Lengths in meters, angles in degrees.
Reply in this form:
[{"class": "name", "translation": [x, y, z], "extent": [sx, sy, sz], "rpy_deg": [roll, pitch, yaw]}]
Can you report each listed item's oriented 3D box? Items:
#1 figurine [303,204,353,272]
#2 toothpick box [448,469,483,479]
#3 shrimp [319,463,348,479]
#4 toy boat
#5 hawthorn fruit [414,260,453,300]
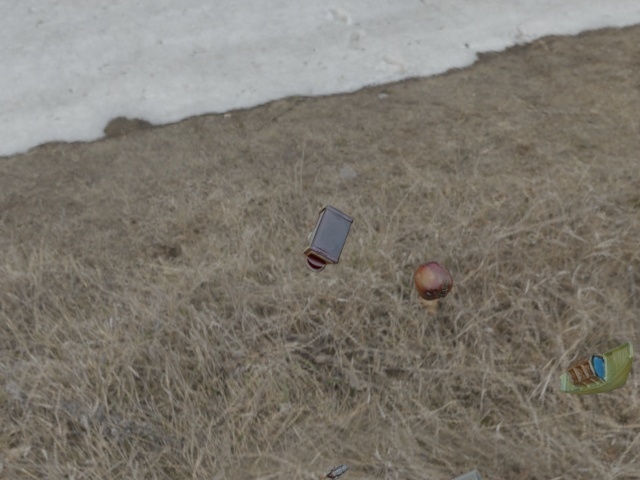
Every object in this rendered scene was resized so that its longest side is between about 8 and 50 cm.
[{"class": "figurine", "translation": [0.000, 0.001, 1.547], "extent": [0.082, 0.098, 0.154], "rpy_deg": [30, 71, -26]}, {"class": "toothpick box", "translation": [0.191, 0.455, 1.057], "extent": [0.181, 0.111, 0.111], "rpy_deg": [-28, 56, 9]}, {"class": "shrimp", "translation": [0.031, 0.622, 1.752], "extent": [0.092, 0.029, 0.038], "rpy_deg": [-43, 101, -2]}, {"class": "toy boat", "translation": [0.469, 0.219, 1.113], "extent": [0.066, 0.172, 0.065], "rpy_deg": [26, 53, -11]}, {"class": "hawthorn fruit", "translation": [0.213, 0.075, 1.246], "extent": [0.077, 0.077, 0.077], "rpy_deg": [1, 53, -2]}]
